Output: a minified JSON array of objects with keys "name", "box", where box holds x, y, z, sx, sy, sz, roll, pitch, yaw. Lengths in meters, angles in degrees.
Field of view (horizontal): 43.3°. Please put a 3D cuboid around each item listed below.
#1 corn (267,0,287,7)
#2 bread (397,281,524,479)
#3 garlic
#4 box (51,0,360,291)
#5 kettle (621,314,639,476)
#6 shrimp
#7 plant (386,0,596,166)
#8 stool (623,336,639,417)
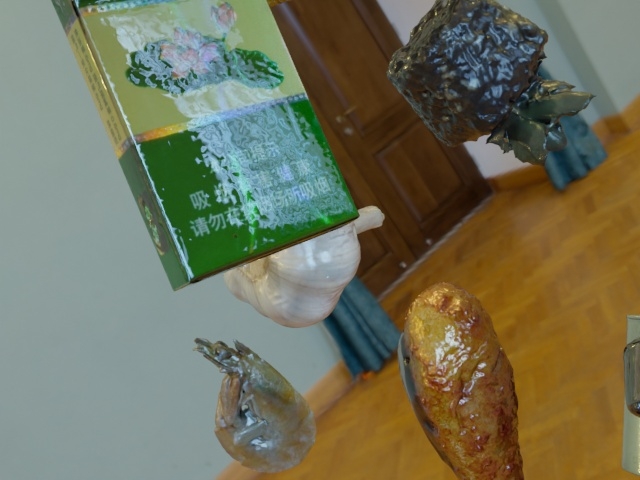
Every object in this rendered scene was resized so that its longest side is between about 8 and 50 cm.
[{"name":"corn","box":[-0.028,-0.407,1.140,0.322,0.119,0.119,-10,24,29]},{"name":"bread","box":[0.144,0.157,0.745,0.095,0.269,0.139,-18,16,25]},{"name":"garlic","box":[0.000,0.000,0.967,0.226,0.199,0.199,-9,-7,-42]},{"name":"box","box":[-0.076,-0.099,0.501,0.132,0.235,0.034,-21,-4,-33]},{"name":"kettle","box":[0.708,0.306,1.581,0.205,0.318,0.265,3,-4,12]},{"name":"shrimp","box":[-0.133,0.294,1.434,0.168,0.317,0.077,-44,19,-6]},{"name":"plant","box":[0.282,-0.255,1.338,0.215,0.312,0.213,-59,17,-11]},{"name":"stool","box":[0.467,0.193,1.113,0.096,0.096,0.110,-21,43,44]}]
